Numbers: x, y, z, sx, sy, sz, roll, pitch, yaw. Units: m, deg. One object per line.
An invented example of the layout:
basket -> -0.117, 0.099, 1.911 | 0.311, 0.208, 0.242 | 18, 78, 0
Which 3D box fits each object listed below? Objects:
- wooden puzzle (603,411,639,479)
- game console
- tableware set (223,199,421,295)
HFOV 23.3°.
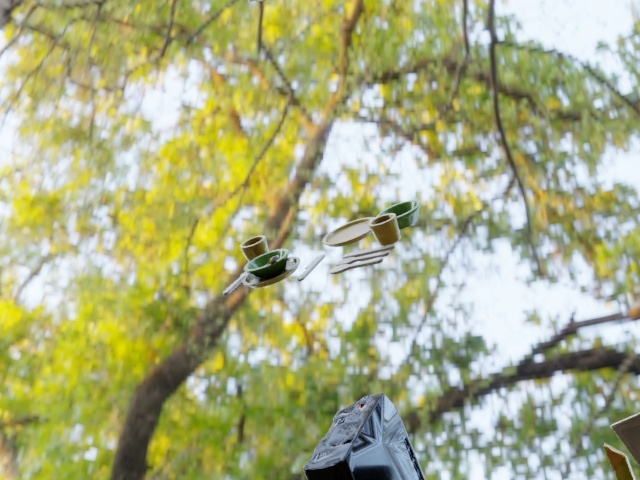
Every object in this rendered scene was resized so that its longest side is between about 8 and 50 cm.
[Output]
wooden puzzle -> 0.309, 0.181, 1.411 | 0.116, 0.014, 0.078 | -23, -71, 32
game console -> 0.025, 0.285, 1.164 | 0.044, 0.361, 0.213 | -14, -72, 25
tableware set -> 0.000, 0.000, 1.202 | 0.154, 0.104, 0.024 | -13, -72, 31
